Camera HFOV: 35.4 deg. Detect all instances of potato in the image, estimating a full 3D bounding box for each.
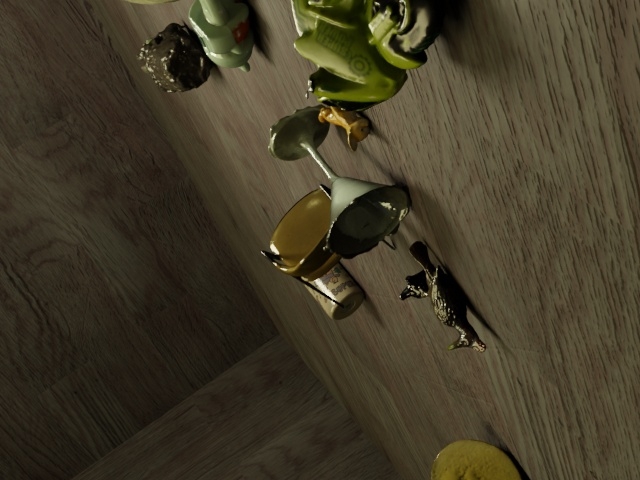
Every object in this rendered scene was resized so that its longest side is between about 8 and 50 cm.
[{"bbox_3d":[0.325,0.497,2.065,0.203,0.178,0.158,39,-177,10],"label":"potato"}]

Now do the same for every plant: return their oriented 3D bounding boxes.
[{"bbox_3d":[-0.332,-0.412,2.270,0.131,0.142,0.203,50,165,-29],"label":"plant"}]

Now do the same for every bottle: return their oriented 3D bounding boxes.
[{"bbox_3d":[0.008,0.079,2.357,0.209,0.097,0.110,50,137,29],"label":"bottle"}]

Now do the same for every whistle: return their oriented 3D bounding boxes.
[{"bbox_3d":[-0.169,-0.370,1.721,0.102,0.105,0.253,20,167,15],"label":"whistle"}]

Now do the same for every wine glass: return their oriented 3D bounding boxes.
[{"bbox_3d":[0.020,-0.103,1.600,0.232,0.156,0.156,54,171,32],"label":"wine glass"}]

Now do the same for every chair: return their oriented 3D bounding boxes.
[{"bbox_3d":[0.000,0.000,1.757,0.172,0.158,0.247,46,-173,33],"label":"chair"}]

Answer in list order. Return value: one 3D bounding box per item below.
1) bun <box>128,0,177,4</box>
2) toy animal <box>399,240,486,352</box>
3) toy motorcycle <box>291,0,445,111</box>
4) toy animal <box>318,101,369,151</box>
[{"bbox_3d":[-0.325,-0.517,1.524,0.365,0.219,0.365,43,155,26],"label":"bun"},{"bbox_3d":[0.200,0.102,1.623,0.202,0.070,0.105,56,152,21],"label":"toy animal"},{"bbox_3d":[0.010,-0.271,1.115,0.342,0.142,0.206,49,130,32],"label":"toy motorcycle"},{"bbox_3d":[0.038,-0.174,1.520,0.081,0.060,0.083,-34,90,40],"label":"toy animal"}]
